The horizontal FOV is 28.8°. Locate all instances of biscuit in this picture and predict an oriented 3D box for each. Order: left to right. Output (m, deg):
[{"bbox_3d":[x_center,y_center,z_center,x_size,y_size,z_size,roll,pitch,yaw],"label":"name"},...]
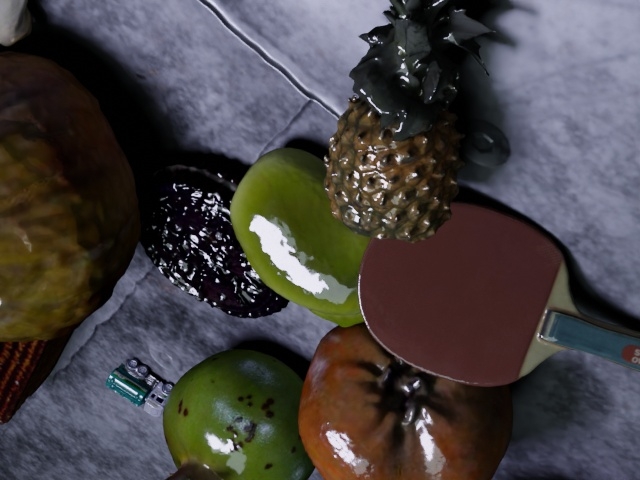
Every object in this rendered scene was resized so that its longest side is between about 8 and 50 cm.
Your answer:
[{"bbox_3d":[-0.343,0.106,1.492,0.073,0.107,0.388,37,144,0],"label":"biscuit"},{"bbox_3d":[-0.099,-0.001,1.222,0.194,0.053,0.194,22,143,18],"label":"biscuit"}]

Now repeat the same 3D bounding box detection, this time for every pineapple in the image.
[{"bbox_3d":[0.069,-0.114,0.932,0.125,0.125,0.251,22,131,18],"label":"pineapple"}]

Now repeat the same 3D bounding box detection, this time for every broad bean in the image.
[{"bbox_3d":[0.000,0.000,1.110,0.174,0.082,0.124,36,107,8],"label":"broad bean"}]

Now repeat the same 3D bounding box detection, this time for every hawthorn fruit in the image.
[{"bbox_3d":[0.077,0.180,1.180,0.199,0.199,0.251,25,153,16],"label":"hawthorn fruit"}]

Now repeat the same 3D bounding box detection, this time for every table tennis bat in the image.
[{"bbox_3d":[0.164,0.059,1.045,0.274,0.021,0.154,18,105,4],"label":"table tennis bat"}]

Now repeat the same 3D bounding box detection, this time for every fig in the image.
[{"bbox_3d":[-0.363,-0.020,1.147,0.286,0.368,0.286,22,121,43],"label":"fig"}]

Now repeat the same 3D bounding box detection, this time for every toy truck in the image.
[{"bbox_3d":[-0.220,0.182,1.530,0.083,0.044,0.039,33,147,5],"label":"toy truck"}]

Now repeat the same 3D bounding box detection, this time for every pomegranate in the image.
[{"bbox_3d":[-0.101,0.223,1.330,0.181,0.224,0.181,25,137,26],"label":"pomegranate"}]

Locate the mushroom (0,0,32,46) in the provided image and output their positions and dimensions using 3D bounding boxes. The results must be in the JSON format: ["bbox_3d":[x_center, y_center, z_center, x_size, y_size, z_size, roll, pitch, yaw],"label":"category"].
[{"bbox_3d":[-0.293,-0.298,1.019,0.109,0.097,0.351,22,144,20],"label":"mushroom"}]
